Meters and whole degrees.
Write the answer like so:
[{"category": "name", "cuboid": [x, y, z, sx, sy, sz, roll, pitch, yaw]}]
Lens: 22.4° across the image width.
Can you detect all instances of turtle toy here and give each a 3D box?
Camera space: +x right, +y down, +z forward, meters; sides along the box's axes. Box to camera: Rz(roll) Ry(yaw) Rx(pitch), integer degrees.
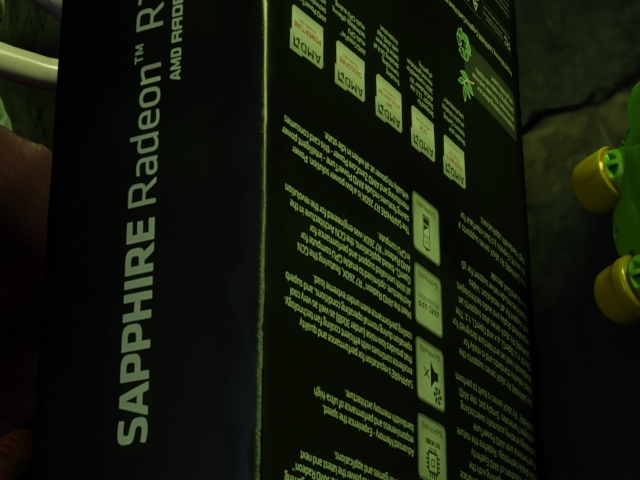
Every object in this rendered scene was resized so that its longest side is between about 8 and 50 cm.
[{"category": "turtle toy", "cuboid": [0.152, -0.026, 0.629, 0.095, 0.066, 0.130, -35, 51, 42]}]

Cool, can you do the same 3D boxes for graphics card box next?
[{"category": "graphics card box", "cuboid": [0.000, 0.000, 0.608, 0.094, 0.233, 0.370, -11, 66, 27]}]

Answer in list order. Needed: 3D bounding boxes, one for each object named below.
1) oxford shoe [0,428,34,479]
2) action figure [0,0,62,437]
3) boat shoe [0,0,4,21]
[{"category": "oxford shoe", "cuboid": [-0.131, 0.170, 0.604, 0.130, 0.363, 0.132, -40, 96, 3]}, {"category": "action figure", "cuboid": [-0.232, -0.043, 0.677, 0.248, 0.370, 0.275, 34, 89, 35]}, {"category": "boat shoe", "cuboid": [-0.235, -0.116, 0.913, 0.142, 0.049, 0.040, -1, 89, 32]}]
